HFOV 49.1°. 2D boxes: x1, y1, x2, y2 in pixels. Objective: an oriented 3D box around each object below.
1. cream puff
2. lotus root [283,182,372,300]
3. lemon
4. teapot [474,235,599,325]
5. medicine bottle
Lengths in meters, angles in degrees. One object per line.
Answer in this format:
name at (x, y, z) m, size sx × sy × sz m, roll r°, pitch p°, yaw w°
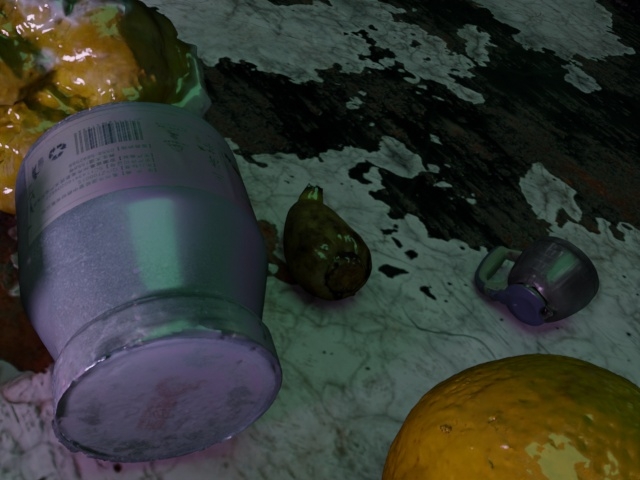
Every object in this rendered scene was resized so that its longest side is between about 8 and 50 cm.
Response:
cream puff at (-0.327, -0.160, 0.862) m, size 0.379 × 0.275 × 0.378 m, roll 2°, pitch 15°, yaw 0°
lotus root at (0.000, 0.000, 0.919) m, size 0.108 × 0.094 × 0.190 m, roll 20°, pitch 26°, yaw -33°
lemon at (0.187, 0.231, 0.590) m, size 0.293 × 0.293 × 0.293 m, roll 11°, pitch 41°, yaw -10°
teapot at (0.291, 0.052, 0.957) m, size 0.108 × 0.111 × 0.149 m, roll -35°, pitch 68°, yaw -28°
medicine bottle at (-0.169, 0.042, 0.690) m, size 0.245 × 0.244 × 0.289 m, roll -2°, pitch 47°, yaw -23°
